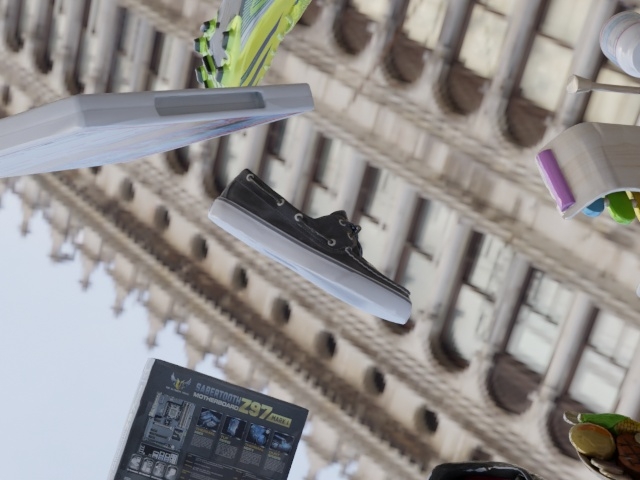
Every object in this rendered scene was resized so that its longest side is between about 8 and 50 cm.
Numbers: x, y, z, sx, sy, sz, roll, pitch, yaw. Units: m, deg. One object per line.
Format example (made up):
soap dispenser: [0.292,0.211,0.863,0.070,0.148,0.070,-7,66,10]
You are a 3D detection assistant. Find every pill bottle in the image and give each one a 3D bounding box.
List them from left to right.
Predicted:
pill bottle: [0.499,-0.305,2.036,0.087,0.087,0.160,12,-161,-7]

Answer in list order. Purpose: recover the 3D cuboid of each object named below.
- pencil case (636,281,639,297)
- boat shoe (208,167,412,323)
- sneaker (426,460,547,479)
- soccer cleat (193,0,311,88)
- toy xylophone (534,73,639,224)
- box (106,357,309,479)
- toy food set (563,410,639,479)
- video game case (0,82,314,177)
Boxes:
pencil case: [0.608,0.073,1.598,0.410,0.160,0.183,-10,-124,-13]
boat shoe: [0.000,0.000,1.279,0.228,0.076,0.080,29,171,18]
sneaker: [0.336,0.436,1.860,0.483,0.185,0.202,10,167,46]
soccer cleat: [-0.057,-0.236,1.360,0.121,0.289,0.093,-7,-130,-25]
toy xylophone: [0.450,-0.114,1.828,0.322,0.081,0.236,9,-129,-25]
box: [-0.152,0.279,1.762,0.232,0.183,0.059,20,171,-17]
toy food set: [0.354,0.244,1.500,0.132,0.038,0.192,9,-156,-3]
video game case: [-0.160,-0.078,0.957,0.204,0.025,0.285,-12,-179,30]
